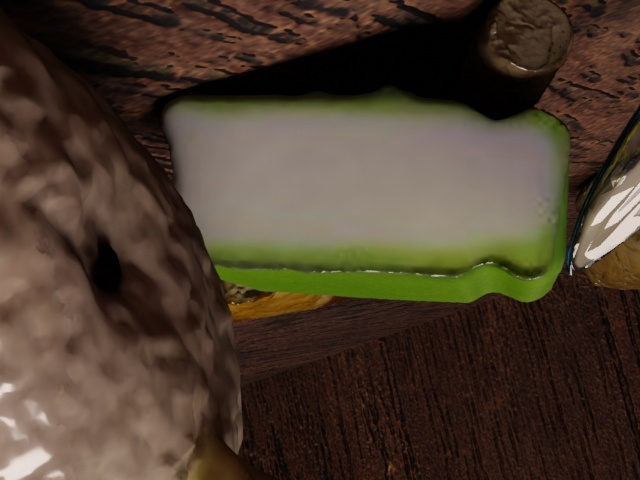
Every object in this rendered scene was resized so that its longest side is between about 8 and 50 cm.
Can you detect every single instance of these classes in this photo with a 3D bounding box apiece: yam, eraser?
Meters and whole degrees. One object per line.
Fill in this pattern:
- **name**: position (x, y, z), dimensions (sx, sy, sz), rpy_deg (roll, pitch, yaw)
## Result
- **yam**: position (0.098, -0.081, 0.780), dimensions (0.057, 0.057, 0.241), rpy_deg (-17, 173, -5)
- **eraser**: position (0.036, -0.014, 0.789), dimensions (0.210, 0.092, 0.274), rpy_deg (3, 174, 6)

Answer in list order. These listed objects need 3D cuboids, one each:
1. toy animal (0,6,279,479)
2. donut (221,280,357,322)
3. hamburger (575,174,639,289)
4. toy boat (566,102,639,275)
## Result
- **toy animal**: position (-0.126, 0.051, 0.563), dimensions (0.188, 0.226, 0.358), rpy_deg (-17, 172, -2)
- **donut**: position (-0.001, 0.001, 1.022), dimensions (0.217, 0.085, 0.141), rpy_deg (-12, 171, -29)
- **hamburger**: position (0.402, -0.035, 1.469), dimensions (0.259, 0.144, 0.283), rpy_deg (-14, 166, -3)
- **toy boat**: position (0.193, -0.065, 0.719), dimensions (0.084, 0.066, 0.210), rpy_deg (24, 107, -42)
